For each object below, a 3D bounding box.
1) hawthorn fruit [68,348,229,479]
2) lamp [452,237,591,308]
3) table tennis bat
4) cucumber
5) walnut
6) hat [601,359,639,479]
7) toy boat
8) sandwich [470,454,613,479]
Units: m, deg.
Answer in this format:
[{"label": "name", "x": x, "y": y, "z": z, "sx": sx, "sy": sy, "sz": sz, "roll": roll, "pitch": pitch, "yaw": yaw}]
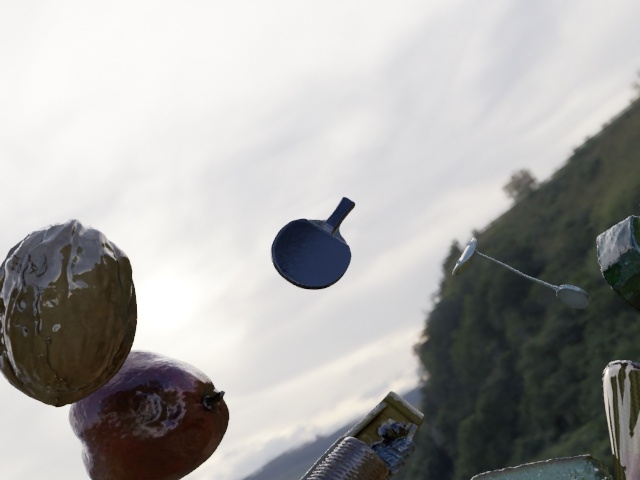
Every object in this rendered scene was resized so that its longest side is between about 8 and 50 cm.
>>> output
[{"label": "hawthorn fruit", "x": -0.245, "y": 0.271, "z": 1.756, "sx": 0.261, "sy": 0.224, "sz": 0.224, "roll": -12, "pitch": -2, "yaw": 26}, {"label": "lamp", "x": 0.287, "y": 0.061, "z": 1.647, "sx": 0.050, "sy": 0.198, "sz": 0.056, "roll": 111, "pitch": -177, "yaw": -62}, {"label": "table tennis bat", "x": 0.000, "y": 0.000, "z": 1.410, "sx": 0.158, "sy": 0.095, "sz": 0.014, "roll": -53, "pitch": -9, "yaw": -41}, {"label": "cucumber", "x": 0.499, "y": 0.020, "z": 1.649, "sx": 0.191, "sy": 0.191, "sz": 0.130, "roll": -26, "pitch": -18, "yaw": -30}, {"label": "walnut", "x": -0.335, "y": 0.095, "z": 1.516, "sx": 0.198, "sy": 0.245, "sz": 0.198, "roll": 2, "pitch": -13, "yaw": 1}, {"label": "hat", "x": 0.256, "y": 0.188, "z": 0.867, "sx": 0.082, "sy": 0.193, "sz": 0.193, "roll": -39, "pitch": -12, "yaw": -12}, {"label": "toy boat", "x": 0.020, "y": 0.320, "z": 1.479, "sx": 0.310, "sy": 0.089, "sz": 0.115, "roll": -44, "pitch": -10, "yaw": -18}, {"label": "sandwich", "x": 0.239, "y": 0.244, "z": 0.946, "sx": 0.088, "sy": 0.244, "sz": 0.090, "roll": -51, "pitch": 21, "yaw": 28}]
